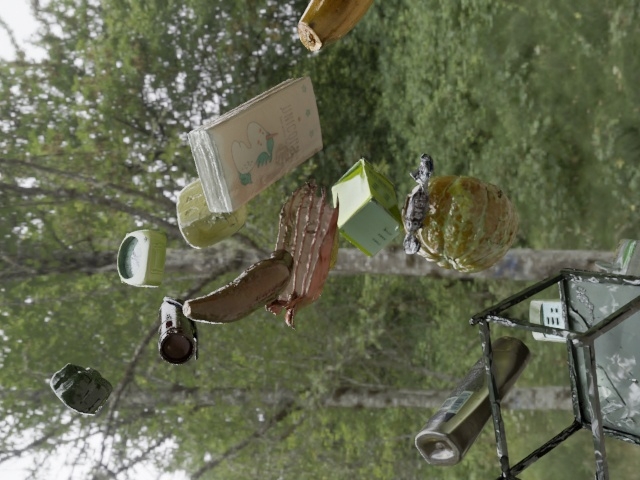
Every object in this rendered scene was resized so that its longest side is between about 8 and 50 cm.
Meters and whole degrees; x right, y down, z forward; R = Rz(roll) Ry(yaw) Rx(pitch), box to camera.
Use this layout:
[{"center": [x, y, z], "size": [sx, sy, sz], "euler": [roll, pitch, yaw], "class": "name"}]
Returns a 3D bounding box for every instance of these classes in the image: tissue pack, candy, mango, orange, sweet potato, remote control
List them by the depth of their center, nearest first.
[{"center": [-0.084, 0.057, 0.877], "size": [0.255, 0.078, 0.058], "euler": [-37, -63, -61], "class": "sweet potato"}, {"center": [-0.116, -0.199, 1.307], "size": [0.325, 0.071, 0.170], "euler": [-42, -52, -44], "class": "tissue pack"}, {"center": [0.532, 0.174, 1.412], "size": [0.233, 0.038, 0.098], "euler": [163, 102, -72], "class": "remote control"}, {"center": [0.215, -0.079, 1.438], "size": [0.094, 0.051, 0.226], "euler": [-63, -18, -84], "class": "candy"}, {"center": [0.069, -0.632, 1.623], "size": [0.359, 0.144, 0.187], "euler": [-54, -12, 21], "class": "mango"}, {"center": [0.811, 0.070, 1.729], "size": [0.229, 0.145, 0.159], "euler": [-6, -68, -74], "class": "tissue pack"}, {"center": [0.383, -0.046, 1.824], "size": [0.329, 0.329, 0.249], "euler": [46, -122, -60], "class": "orange"}]

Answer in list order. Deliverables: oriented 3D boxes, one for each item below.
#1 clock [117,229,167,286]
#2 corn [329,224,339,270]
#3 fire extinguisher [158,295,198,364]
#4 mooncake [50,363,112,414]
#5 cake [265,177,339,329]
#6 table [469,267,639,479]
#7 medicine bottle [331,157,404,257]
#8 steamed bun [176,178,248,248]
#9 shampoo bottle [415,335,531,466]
[{"center": [-0.563, 0.055, 2.007], "size": [0.069, 0.232, 0.170], "euler": [10, -97, -45], "class": "clock"}, {"center": [0.000, 0.000, 1.502], "size": [0.063, 0.085, 0.165], "euler": [71, -163, -47], "class": "corn"}, {"center": [-0.411, 0.252, 1.899], "size": [0.141, 0.105, 0.341], "euler": [54, 179, -20], "class": "fire extinguisher"}, {"center": [-0.690, 0.421, 1.887], "size": [0.104, 0.168, 0.175], "euler": [-55, 15, -6], "class": "mooncake"}, {"center": [-0.032, 0.024, 1.264], "size": [0.135, 0.098, 0.287], "euler": [18, -94, -70], "class": "cake"}, {"center": [0.452, 0.256, 1.136], "size": [0.272, 0.222, 0.335], "euler": [-20, -76, -33], "class": "table"}, {"center": [0.126, -0.091, 1.771], "size": [0.137, 0.141, 0.250], "euler": [36, -157, -22], "class": "medicine bottle"}, {"center": [-0.331, -0.088, 2.071], "size": [0.273, 0.232, 0.166], "euler": [-108, -7, -50], "class": "steamed bun"}, {"center": [0.326, 0.315, 1.340], "size": [0.350, 0.125, 0.084], "euler": [-37, -87, -41], "class": "shampoo bottle"}]
